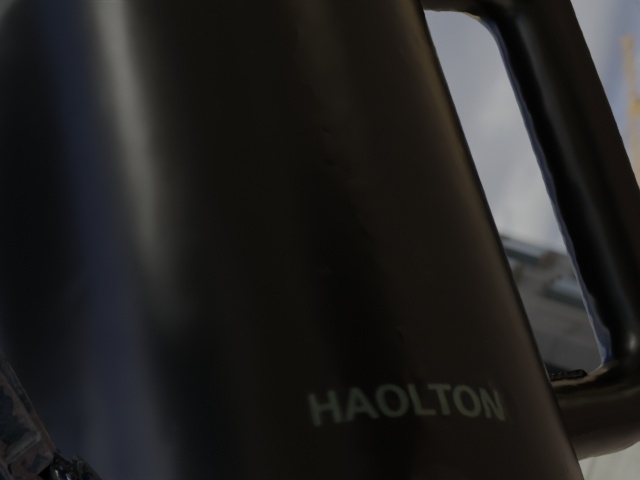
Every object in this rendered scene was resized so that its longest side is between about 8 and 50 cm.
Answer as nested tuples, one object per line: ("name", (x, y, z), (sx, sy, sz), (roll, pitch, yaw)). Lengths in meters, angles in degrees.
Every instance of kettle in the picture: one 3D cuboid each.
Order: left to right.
("kettle", (-0.004, -0.005, 0.633), (0.203, 0.262, 0.308), (75, -178, -66))

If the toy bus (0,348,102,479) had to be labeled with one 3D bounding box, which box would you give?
("toy bus", (-0.088, 0.025, 0.342), (0.047, 0.065, 0.166), (-38, -49, -20))
